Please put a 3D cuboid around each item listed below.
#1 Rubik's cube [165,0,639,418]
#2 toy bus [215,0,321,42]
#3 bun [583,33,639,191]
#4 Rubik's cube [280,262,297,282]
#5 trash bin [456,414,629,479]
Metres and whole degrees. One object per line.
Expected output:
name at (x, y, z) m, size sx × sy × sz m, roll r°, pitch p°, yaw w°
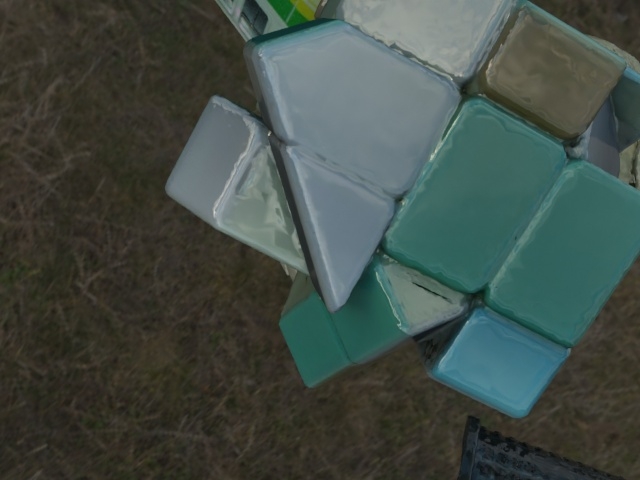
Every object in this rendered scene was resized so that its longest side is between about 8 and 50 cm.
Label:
Rubik's cube at (0.043, -0.047, 0.565) m, size 0.212 × 0.265 × 0.224 m, roll 26°, pitch 14°, yaw -14°
toy bus at (-0.040, -0.266, 0.835) m, size 0.133 × 0.165 × 0.276 m, roll -21°, pitch 68°, yaw -40°
bun at (0.260, -0.078, 1.079) m, size 0.152 × 0.259 × 0.259 m, roll 22°, pitch 47°, yaw 7°
Rubik's cube at (0.000, -0.003, 0.842) m, size 0.084 × 0.073 × 0.075 m, roll 44°, pitch 67°, yaw 8°
trash bin at (0.172, 0.235, 0.783) m, size 0.160 × 0.175 × 0.175 m, roll 12°, pitch 48°, yaw 9°
